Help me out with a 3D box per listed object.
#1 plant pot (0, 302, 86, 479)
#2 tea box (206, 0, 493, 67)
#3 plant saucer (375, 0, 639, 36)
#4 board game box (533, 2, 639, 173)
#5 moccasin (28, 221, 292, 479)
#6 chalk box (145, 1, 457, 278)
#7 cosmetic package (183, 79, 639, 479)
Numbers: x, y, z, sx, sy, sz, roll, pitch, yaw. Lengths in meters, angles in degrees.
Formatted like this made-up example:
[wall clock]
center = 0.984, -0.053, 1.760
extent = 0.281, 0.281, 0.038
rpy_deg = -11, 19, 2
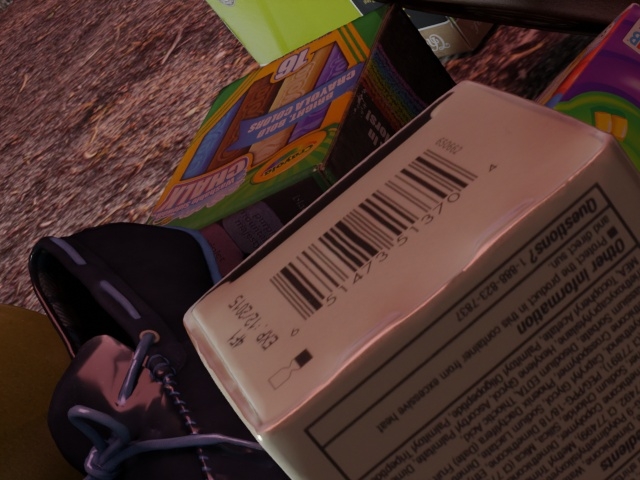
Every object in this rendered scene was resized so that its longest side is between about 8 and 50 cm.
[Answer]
[plant pot]
center = -0.257, 0.218, 0.875
extent = 0.366, 0.366, 0.353
rpy_deg = -23, 16, 33
[tea box]
center = 0.014, -0.351, 1.493
extent = 0.329, 0.323, 0.220
rpy_deg = -3, 43, 54
[plant saucer]
center = 0.156, -0.190, 1.123
extent = 0.310, 0.310, 0.050
rpy_deg = 20, 103, 64
[board game box]
center = 0.123, 0.032, 0.802
extent = 0.275, 0.142, 0.144
rpy_deg = -51, 0, -26
[moccasin]
center = -0.097, 0.105, 0.817
extent = 0.342, 0.116, 0.138
rpy_deg = -126, 45, -58
[chalk box]
center = 0.000, 0.000, 1.052
extent = 0.179, 0.180, 0.289
rpy_deg = -23, 26, 33
[cosmetic package]
center = 0.103, 0.103, 0.560
extent = 0.153, 0.296, 0.129
rpy_deg = -39, 22, -4
